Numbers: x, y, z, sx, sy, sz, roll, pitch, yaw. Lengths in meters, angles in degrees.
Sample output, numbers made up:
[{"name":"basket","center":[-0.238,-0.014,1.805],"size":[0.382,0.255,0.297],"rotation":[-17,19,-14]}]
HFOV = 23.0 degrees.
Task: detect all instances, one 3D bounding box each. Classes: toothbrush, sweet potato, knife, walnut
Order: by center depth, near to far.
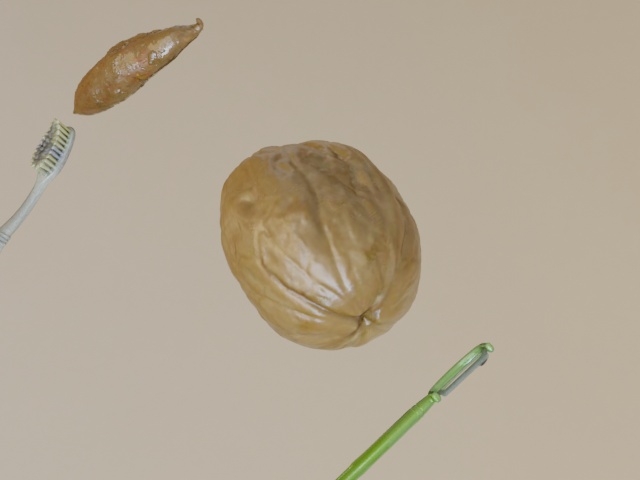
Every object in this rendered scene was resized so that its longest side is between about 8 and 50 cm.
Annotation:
[{"name":"knife","center":[0.073,0.165,1.413],"size":[0.212,0.015,0.054],"rotation":[-43,-175,-6]},{"name":"toothbrush","center":[-0.348,0.041,1.578],"size":[0.375,0.028,0.037],"rotation":[-61,149,-11]},{"name":"sweet potato","center":[-0.212,-0.198,1.765],"size":[0.060,0.206,0.068],"rotation":[24,49,-50]},{"name":"walnut","center":[0.001,-0.002,2.220],"size":[0.252,0.277,0.313],"rotation":[97,-26,-51]}]
